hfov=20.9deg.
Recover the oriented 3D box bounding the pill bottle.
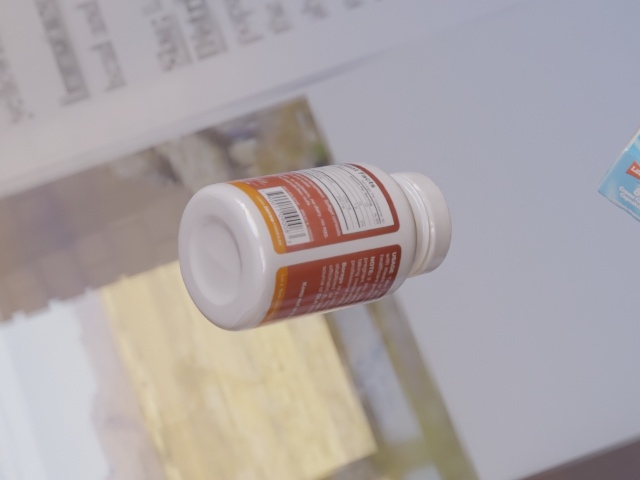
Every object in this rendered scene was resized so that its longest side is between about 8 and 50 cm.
[{"bbox_3d":[0.000,0.000,1.441,0.121,0.216,0.121,15,110,49],"label":"pill bottle"}]

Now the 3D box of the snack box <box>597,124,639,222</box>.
[{"bbox_3d":[0.421,-0.011,1.581,0.322,0.187,0.060,36,128,6],"label":"snack box"}]
